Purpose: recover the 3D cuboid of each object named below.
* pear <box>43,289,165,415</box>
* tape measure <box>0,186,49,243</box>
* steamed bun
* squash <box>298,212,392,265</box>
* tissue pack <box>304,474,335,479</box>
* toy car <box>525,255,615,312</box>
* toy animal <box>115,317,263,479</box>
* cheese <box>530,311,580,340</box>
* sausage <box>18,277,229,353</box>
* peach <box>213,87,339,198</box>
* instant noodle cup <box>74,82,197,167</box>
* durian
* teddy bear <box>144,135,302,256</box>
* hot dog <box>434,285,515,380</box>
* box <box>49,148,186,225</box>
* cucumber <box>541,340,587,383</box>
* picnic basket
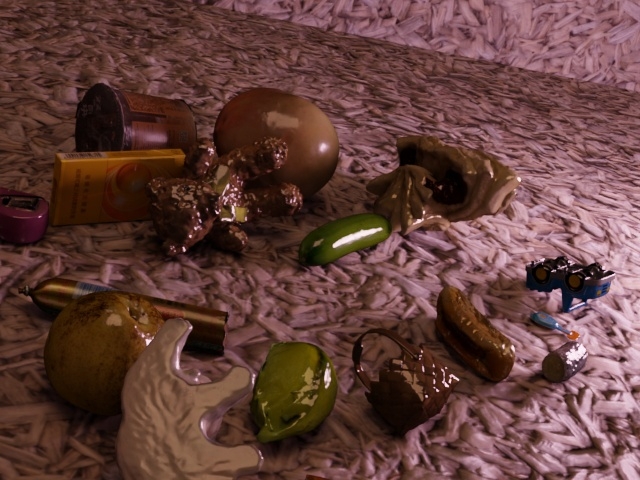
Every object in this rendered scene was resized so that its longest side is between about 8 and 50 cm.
[{"bbox_3d":[-0.328,0.164,1.672,0.197,0.197,0.197,11,27,-6],"label":"pear"},{"bbox_3d":[-0.585,-0.049,2.070,0.125,0.074,0.118,8,28,-7],"label":"tape measure"},{"bbox_3d":[0.242,-0.117,2.461,0.189,0.247,0.428,16,9,-27],"label":"steamed bun"},{"bbox_3d":[0.053,-0.009,2.292,0.082,0.082,0.292,31,32,30],"label":"squash"},{"bbox_3d":[0.069,0.421,1.474,0.226,0.092,0.183,12,27,-1],"label":"tissue pack"},{"bbox_3d":[0.532,0.096,2.319,0.191,0.100,0.097,12,20,44],"label":"toy car"},{"bbox_3d":[-0.172,0.314,1.534,0.307,0.188,0.266,32,52,10],"label":"toy animal"},{"bbox_3d":[0.481,0.175,2.218,0.111,0.017,0.047,28,33,25],"label":"cheese"},{"bbox_3d":[-0.341,0.120,1.865,0.371,0.082,0.082,12,27,-3],"label":"sausage"},{"bbox_3d":[-0.104,-0.222,2.436,0.292,0.247,0.292,33,20,-14],"label":"peach"},{"bbox_3d":[-0.403,-0.233,2.377,0.207,0.218,0.217,-1,30,-39],"label":"instant noodle cup"},{"bbox_3d":[-0.041,0.245,1.756,0.139,0.101,0.250,-21,27,8],"label":"durian"},{"bbox_3d":[-0.194,-0.096,2.185,0.296,0.246,0.222,-17,10,2],"label":"teddy bear"},{"bbox_3d":[0.279,0.175,2.050,0.073,0.084,0.242,-1,32,-29],"label":"hot dog"},{"bbox_3d":[-0.410,-0.108,2.183,0.269,0.152,0.043,-6,36,-31],"label":"box"},{"bbox_3d":[0.470,0.231,2.058,0.064,0.064,0.112,31,28,29],"label":"cucumber"},{"bbox_3d":[0.129,0.226,1.827,0.178,0.128,0.137,40,34,24],"label":"picnic basket"}]
